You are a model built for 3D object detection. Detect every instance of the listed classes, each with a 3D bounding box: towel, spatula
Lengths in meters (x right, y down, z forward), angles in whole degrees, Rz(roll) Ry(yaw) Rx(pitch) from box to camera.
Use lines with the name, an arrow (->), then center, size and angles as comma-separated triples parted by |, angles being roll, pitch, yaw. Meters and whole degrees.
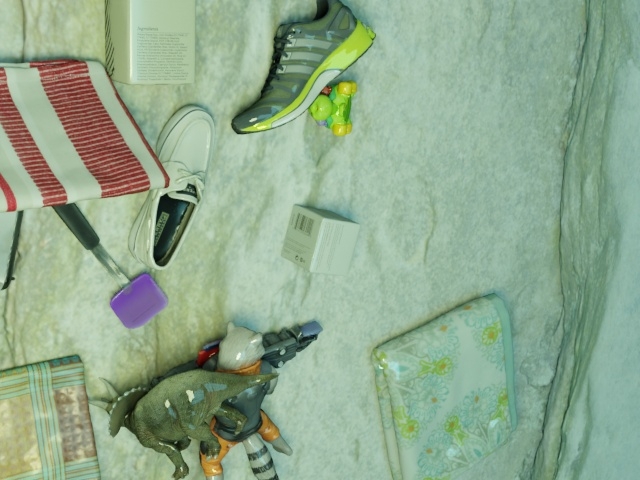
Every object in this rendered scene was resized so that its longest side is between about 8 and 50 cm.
towel -> -0.380, -0.144, 1.160 | 0.329, 0.237, 0.037 | -13, 153, -45
towel -> 0.273, 0.330, 1.862 | 0.321, 0.090, 0.374 | -24, 116, -28
towel -> -0.513, 0.337, 1.303 | 0.370, 0.040, 0.271 | -10, 93, -32
spatula -> -0.338, 0.027, 1.378 | 0.084, 0.030, 0.296 | -41, 123, -15

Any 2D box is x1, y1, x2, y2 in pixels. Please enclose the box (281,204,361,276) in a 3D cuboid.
box -> 0.000, 0.000, 1.562 | 0.087, 0.101, 0.101 | 7, 101, -37

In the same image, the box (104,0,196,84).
box -> -0.248, -0.367, 1.282 | 0.113, 0.094, 0.275 | -6, 107, -34

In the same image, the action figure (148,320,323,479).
action figure -> -0.102, 0.277, 1.535 | 0.341, 0.178, 0.330 | -24, 126, -26

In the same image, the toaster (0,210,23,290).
toaster -> -0.472, -0.022, 1.187 | 0.110, 0.168, 0.185 | 8, 98, -34

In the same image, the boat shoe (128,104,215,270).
boat shoe -> -0.224, -0.081, 1.388 | 0.096, 0.088, 0.267 | 25, 89, -37

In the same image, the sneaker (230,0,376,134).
sneaker -> -0.048, -0.288, 1.454 | 0.300, 0.111, 0.121 | -47, 111, -18

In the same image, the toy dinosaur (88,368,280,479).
toy dinosaur -> -0.215, 0.267, 1.373 | 0.314, 0.121, 0.160 | -23, 116, 22

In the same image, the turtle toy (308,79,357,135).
turtle toy -> 0.019, -0.229, 1.511 | 0.130, 0.066, 0.095 | -40, 138, -73
